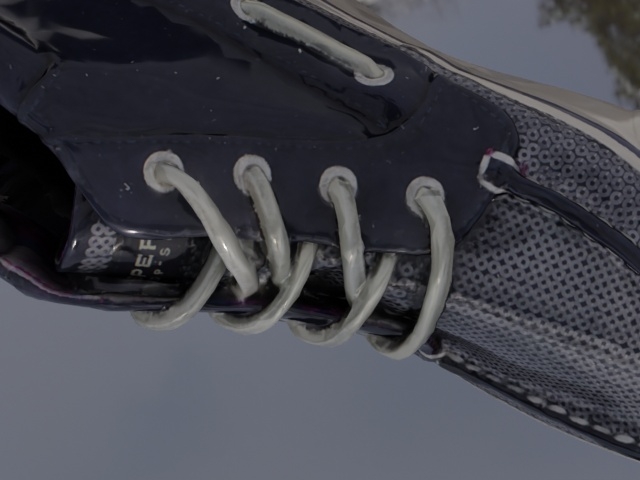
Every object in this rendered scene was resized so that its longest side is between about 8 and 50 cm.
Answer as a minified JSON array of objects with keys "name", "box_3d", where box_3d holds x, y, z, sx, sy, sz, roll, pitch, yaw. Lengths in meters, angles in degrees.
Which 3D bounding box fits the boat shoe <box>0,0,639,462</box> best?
[{"name":"boat shoe","box_3d":[0.000,0.000,0.618,0.340,0.127,0.158,31,-140,21]}]
